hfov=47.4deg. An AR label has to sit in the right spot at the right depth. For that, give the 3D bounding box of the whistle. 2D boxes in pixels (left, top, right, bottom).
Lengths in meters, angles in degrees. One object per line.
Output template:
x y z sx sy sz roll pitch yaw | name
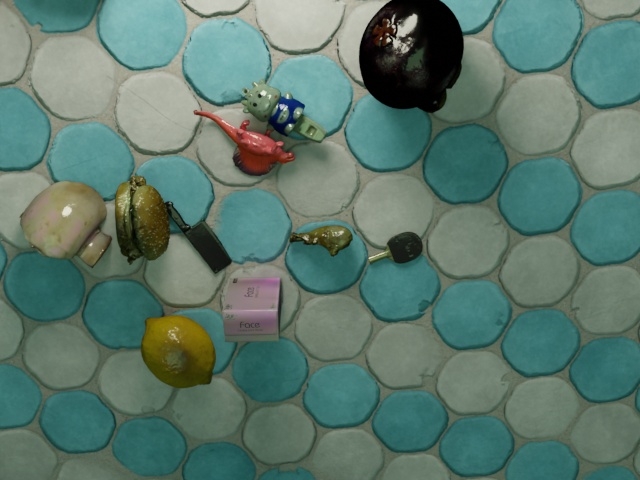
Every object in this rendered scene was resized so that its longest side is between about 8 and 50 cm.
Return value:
-0.095 -0.324 1.871 0.244 0.092 0.110 31 101 -9 | whistle

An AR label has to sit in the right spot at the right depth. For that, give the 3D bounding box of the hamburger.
-0.465 -0.059 1.900 0.122 0.189 0.215 -4 111 2 | hamburger

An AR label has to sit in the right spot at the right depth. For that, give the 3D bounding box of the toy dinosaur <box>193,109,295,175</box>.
-0.208 -0.245 1.925 0.285 0.070 0.139 18 129 -5 | toy dinosaur

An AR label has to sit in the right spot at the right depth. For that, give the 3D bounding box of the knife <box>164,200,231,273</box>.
-0.336 -0.019 2.011 0.072 0.019 0.245 -35 108 5 | knife

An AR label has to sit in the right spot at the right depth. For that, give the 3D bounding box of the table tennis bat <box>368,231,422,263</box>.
0.209 0.030 2.035 0.156 0.013 0.087 -20 108 5 | table tennis bat

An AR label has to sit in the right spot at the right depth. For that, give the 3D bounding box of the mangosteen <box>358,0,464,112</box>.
0.238 -0.443 1.776 0.302 0.275 0.275 19 111 -45 | mangosteen

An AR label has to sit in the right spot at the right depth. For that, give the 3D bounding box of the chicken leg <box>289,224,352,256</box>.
0.000 0.000 1.992 0.178 0.070 0.093 4 65 8 | chicken leg

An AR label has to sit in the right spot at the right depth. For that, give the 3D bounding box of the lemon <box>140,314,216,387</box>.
-0.394 0.310 2.031 0.188 0.188 0.257 -42 102 12 | lemon

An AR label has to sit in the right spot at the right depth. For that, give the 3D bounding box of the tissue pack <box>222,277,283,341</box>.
-0.177 0.180 1.957 0.148 0.246 0.093 -1 107 -2 | tissue pack

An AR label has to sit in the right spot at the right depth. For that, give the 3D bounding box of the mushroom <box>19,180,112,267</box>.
-0.659 -0.046 1.919 0.236 0.162 0.173 37 106 -14 | mushroom
